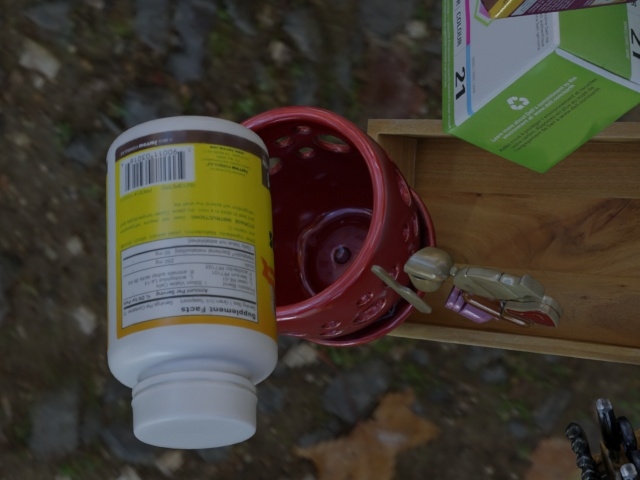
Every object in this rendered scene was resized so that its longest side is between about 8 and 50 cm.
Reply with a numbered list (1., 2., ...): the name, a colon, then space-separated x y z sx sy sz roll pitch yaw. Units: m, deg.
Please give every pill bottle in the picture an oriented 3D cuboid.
1. pill bottle: -0.089 0.031 1.310 0.117 0.117 0.215 7 67 -25

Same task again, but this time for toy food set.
1. toy food set: 0.091 0.027 1.073 0.078 0.122 0.019 40 68 -41

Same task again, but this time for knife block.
1. knife block: 0.312 0.207 1.600 0.276 0.088 0.242 12 138 -35

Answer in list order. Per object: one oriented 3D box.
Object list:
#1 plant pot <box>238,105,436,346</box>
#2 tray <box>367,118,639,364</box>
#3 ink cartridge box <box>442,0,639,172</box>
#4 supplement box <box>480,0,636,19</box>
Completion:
1. plant pot: 0.000 0.000 1.644 0.191 0.191 0.174 -55 150 -2
2. tray: 0.207 -0.002 1.674 0.076 0.411 0.202 4 90 -46
3. ink cartridge box: 0.198 -0.195 1.345 0.097 0.255 0.188 20 53 -26
4. supplement box: 0.099 -0.119 0.723 0.083 0.055 0.043 -11 65 -39
